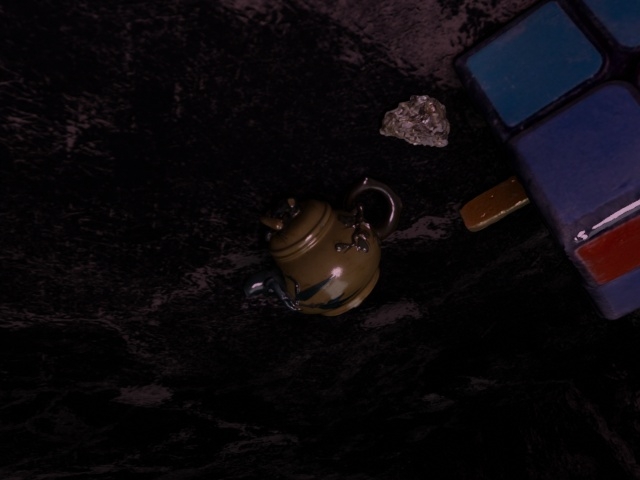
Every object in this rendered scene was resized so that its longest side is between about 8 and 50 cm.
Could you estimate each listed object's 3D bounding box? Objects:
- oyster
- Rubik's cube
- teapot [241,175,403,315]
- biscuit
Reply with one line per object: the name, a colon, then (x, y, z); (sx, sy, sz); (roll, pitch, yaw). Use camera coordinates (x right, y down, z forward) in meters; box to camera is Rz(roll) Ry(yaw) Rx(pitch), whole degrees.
oyster: (0.132, -0.153, 0.908); (0.100, 0.037, 0.098); (-16, 147, -5)
Rubik's cube: (0.399, -0.131, 0.826); (0.318, 0.316, 0.313); (-32, 144, 17)
teapot: (0.000, 0.000, 0.979); (0.269, 0.173, 0.182); (-43, 114, -6)
biscuit: (0.325, -0.077, 1.110); (0.188, 0.052, 0.056); (-30, 162, 17)
